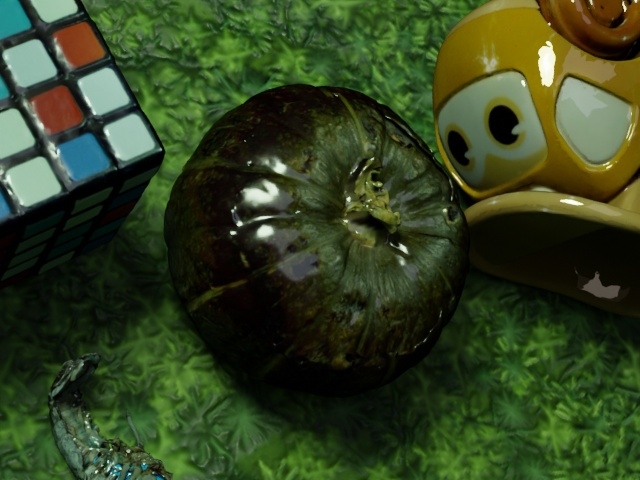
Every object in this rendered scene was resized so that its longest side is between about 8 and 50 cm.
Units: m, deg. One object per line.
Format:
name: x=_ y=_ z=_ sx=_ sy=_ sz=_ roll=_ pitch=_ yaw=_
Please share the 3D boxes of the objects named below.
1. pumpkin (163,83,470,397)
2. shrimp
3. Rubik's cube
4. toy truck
pumpkin: x=0.000 y=-0.002 z=0.921 sx=0.238 sy=0.159 sz=0.238 roll=9 pitch=66 yaw=-21
shrimp: x=-0.138 y=0.164 z=0.881 sx=0.174 sy=0.076 sz=0.082 roll=55 pitch=23 yaw=6
Rubik's cube: x=-0.238 y=-0.068 z=0.834 sx=0.182 sy=0.187 sz=0.184 roll=-26 pitch=86 yaw=-26
toy truck: x=0.222 y=-0.075 z=1.005 sx=0.288 sy=0.204 sz=0.211 roll=25 pitch=68 yaw=-18
